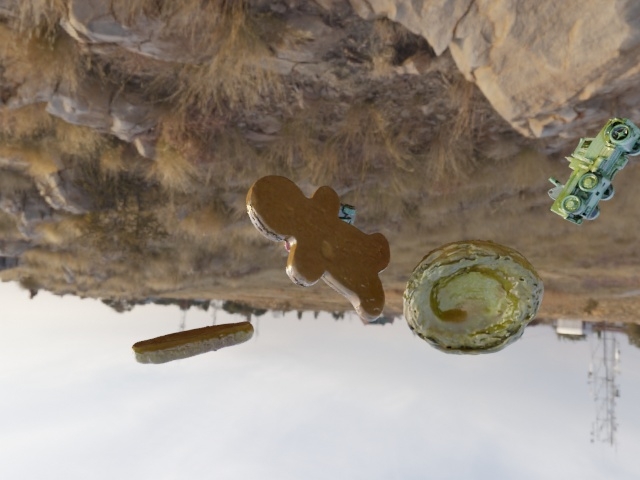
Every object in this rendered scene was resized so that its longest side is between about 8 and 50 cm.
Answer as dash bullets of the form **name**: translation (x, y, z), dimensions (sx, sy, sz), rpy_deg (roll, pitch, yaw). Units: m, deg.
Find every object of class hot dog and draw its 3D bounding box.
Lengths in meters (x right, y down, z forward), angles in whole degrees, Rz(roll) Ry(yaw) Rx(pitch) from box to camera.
- **hot dog**: translation (-0.299, 0.245, 1.140), dimensions (0.285, 0.061, 0.088), rpy_deg (-9, -176, -16)

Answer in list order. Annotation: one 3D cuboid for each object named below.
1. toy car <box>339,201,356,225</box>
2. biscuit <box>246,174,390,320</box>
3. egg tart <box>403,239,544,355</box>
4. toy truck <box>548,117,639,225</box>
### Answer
- **toy car**: translation (-0.005, -0.062, 1.487), dimensions (0.125, 0.136, 0.305), rpy_deg (29, -162, 32)
- **biscuit**: translation (0.000, 0.000, 0.900), dimensions (0.339, 0.216, 0.047), rpy_deg (31, 143, -27)
- **egg tart**: translation (0.298, 0.110, 0.957), dimensions (0.288, 0.288, 0.118), rpy_deg (3, -149, 3)
- **toy truck**: translation (0.659, -0.178, 1.169), dimensions (0.128, 0.260, 0.135), rpy_deg (10, -153, -41)
